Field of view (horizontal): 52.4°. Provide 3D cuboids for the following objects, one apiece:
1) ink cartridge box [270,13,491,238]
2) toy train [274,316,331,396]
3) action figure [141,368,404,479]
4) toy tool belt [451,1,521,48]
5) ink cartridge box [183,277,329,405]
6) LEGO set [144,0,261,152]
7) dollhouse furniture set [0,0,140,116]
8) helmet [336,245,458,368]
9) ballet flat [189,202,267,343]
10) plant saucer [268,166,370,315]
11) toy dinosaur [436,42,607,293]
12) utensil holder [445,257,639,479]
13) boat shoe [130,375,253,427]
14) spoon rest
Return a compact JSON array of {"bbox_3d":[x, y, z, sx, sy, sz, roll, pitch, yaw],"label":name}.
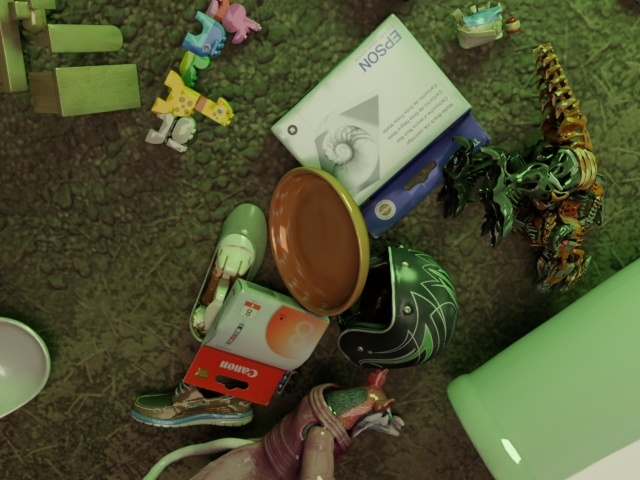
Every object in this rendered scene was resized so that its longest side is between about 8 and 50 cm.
[{"bbox_3d":[0.085,-0.143,0.878,0.223,0.045,0.224,-42,103,10],"label":"ink cartridge box"},{"bbox_3d":[-0.030,0.168,0.978,0.036,0.027,0.158,26,104,-5],"label":"toy train"},{"bbox_3d":[-0.039,0.292,0.928,0.275,0.248,0.370,40,108,-2],"label":"action figure"},{"bbox_3d":[0.214,-0.283,0.837,0.083,0.052,0.051,-18,114,4],"label":"toy tool belt"},{"bbox_3d":[-0.092,0.156,0.919,0.145,0.045,0.179,23,102,-26],"label":"ink cartridge box"},{"bbox_3d":[-0.143,-0.202,0.837,0.093,0.087,0.227,28,105,-8],"label":"LEGO set"},{"bbox_3d":[-0.341,-0.243,0.852,0.151,0.123,0.144,9,110,33],"label":"dollhouse furniture set"},{"bbox_3d":[0.108,0.092,0.887,0.161,0.169,0.169,-25,106,25],"label":"helmet"},{"bbox_3d":[-0.129,0.053,0.921,0.072,0.068,0.213,21,105,-7],"label":"ballet flat"},{"bbox_3d":[0.000,0.000,0.865,0.037,0.200,0.200,-14,111,-36],"label":"plant saucer"},{"bbox_3d":[0.288,-0.083,0.873,0.218,0.164,0.322,-10,89,-14],"label":"toy dinosaur"},{"bbox_3d":[0.417,0.220,0.851,0.385,0.328,0.328,-36,104,7],"label":"utensil holder"},{"bbox_3d":[-0.192,0.238,0.982,0.183,0.066,0.066,2,102,-12],"label":"boat shoe"},{"bbox_3d":[-0.506,0.231,0.960,0.137,0.084,0.276,36,103,-11],"label":"spoon rest"}]
